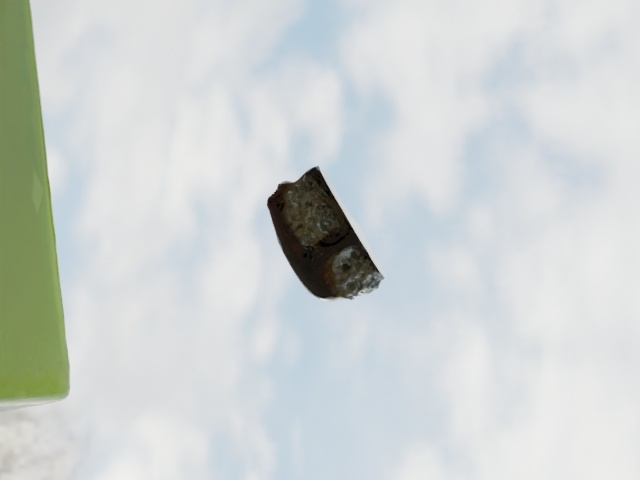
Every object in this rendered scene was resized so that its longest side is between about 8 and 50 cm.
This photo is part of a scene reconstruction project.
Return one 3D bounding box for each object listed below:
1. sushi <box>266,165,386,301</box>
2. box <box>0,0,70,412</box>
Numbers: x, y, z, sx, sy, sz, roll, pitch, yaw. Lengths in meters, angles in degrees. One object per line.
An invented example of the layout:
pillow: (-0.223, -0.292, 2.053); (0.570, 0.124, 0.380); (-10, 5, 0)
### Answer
sushi: (0.000, 0.000, 1.105); (0.046, 0.044, 0.083); (-31, -86, 7)
box: (-0.180, -0.031, 0.502); (0.335, 0.047, 0.187); (-14, -99, 49)
